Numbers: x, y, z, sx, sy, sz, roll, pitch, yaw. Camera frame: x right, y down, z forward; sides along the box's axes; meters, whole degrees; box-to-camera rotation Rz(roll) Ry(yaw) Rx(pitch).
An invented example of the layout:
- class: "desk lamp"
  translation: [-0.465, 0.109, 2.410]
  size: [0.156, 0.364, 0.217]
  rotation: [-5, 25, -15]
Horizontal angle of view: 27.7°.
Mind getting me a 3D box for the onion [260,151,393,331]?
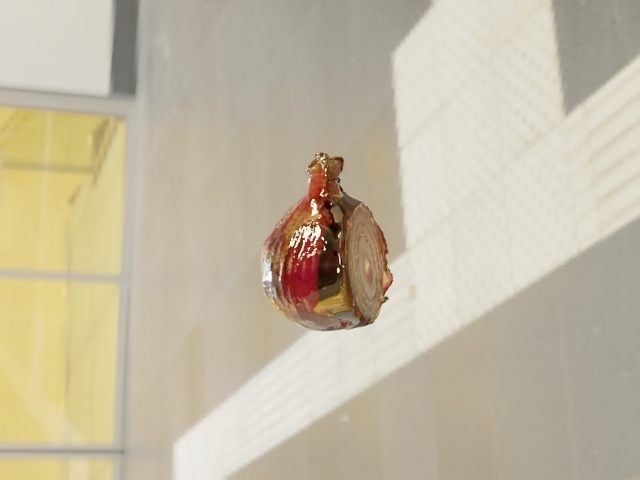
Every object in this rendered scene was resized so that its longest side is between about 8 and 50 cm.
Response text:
- class: "onion"
  translation: [0.000, 0.000, 1.577]
  size: [0.195, 0.140, 0.218]
  rotation: [-41, -57, -58]
